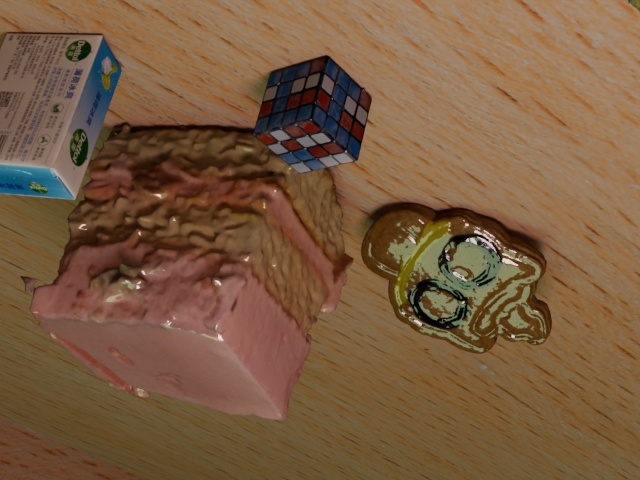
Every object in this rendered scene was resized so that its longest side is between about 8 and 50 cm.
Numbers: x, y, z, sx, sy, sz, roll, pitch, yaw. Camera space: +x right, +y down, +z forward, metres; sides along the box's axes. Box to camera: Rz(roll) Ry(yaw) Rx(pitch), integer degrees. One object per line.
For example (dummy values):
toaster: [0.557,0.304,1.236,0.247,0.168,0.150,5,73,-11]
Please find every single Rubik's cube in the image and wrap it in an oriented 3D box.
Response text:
Rubik's cube: [-0.008,-0.145,1.404,0.092,0.092,0.092,-10,146,39]

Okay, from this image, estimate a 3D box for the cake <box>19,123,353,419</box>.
cake: [-0.153,0.043,1.575,0.314,0.307,0.293,2,145,27]

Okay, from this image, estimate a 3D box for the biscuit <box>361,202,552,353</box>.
biscuit: [0.190,0.060,1.649,0.290,0.041,0.208,30,124,-1]

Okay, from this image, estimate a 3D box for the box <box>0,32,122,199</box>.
box: [-0.336,-0.152,1.435,0.139,0.194,0.073,5,151,18]

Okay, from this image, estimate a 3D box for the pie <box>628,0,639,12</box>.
pie: [0.437,-0.223,1.070,0.302,0.067,0.302,13,153,7]
